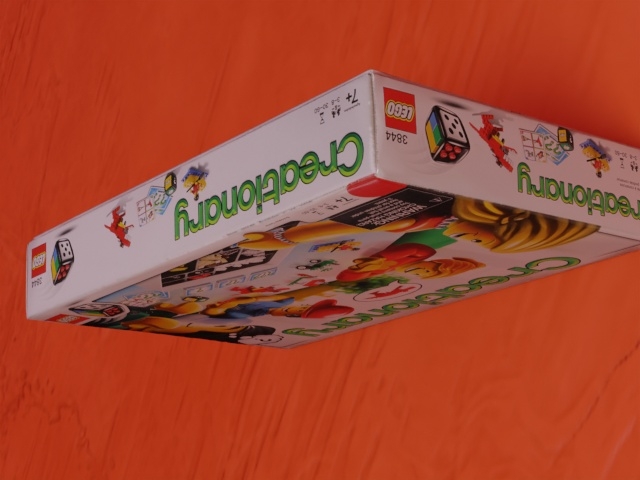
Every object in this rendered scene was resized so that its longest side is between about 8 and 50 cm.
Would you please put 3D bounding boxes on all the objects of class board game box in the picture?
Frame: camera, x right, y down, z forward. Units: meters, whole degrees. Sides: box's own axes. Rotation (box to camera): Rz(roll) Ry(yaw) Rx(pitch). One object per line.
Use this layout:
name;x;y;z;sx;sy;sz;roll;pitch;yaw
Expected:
board game box;0.000;0.000;0.703;0.305;0.193;0.053;-20;66;48
